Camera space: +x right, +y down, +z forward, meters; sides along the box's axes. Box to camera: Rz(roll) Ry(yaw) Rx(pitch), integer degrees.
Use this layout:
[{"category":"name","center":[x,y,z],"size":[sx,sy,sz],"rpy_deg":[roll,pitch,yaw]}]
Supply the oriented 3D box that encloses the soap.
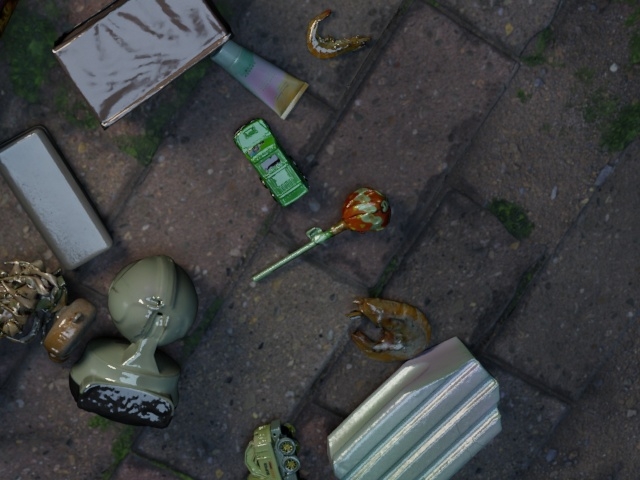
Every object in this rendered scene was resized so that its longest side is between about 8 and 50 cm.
[{"category":"soap","center":[0.190,0.359,2.030],"size":[0.347,0.115,0.208],"rpy_deg":[-44,110,5]}]

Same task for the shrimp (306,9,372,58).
[{"category":"shrimp","center":[0.031,-0.360,1.827],"size":[0.114,0.023,0.083],"rpy_deg":[-10,106,-3]}]

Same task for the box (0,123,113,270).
[{"category":"box","center":[-0.456,-0.072,1.808],"size":[0.103,0.055,0.243],"rpy_deg":[-29,110,-1]}]

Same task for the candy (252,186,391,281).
[{"category":"candy","center":[0.001,0.000,1.916],"size":[0.288,0.078,0.084],"rpy_deg":[-32,122,9]}]

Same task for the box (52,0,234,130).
[{"category":"box","center":[-0.285,-0.324,1.694],"size":[0.252,0.188,0.153],"rpy_deg":[-33,110,3]}]

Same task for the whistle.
[{"category":"whistle","center":[-0.437,0.161,1.816],"size":[0.057,0.220,0.107],"rpy_deg":[36,60,-3]}]

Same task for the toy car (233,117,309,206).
[{"category":"toy car","center":[-0.085,-0.136,1.853],"size":[0.071,0.062,0.165],"rpy_deg":[-34,110,2]}]

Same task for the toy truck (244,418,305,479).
[{"category":"toy truck","center":[-0.089,0.443,2.022],"size":[0.116,0.085,0.191],"rpy_deg":[-12,106,3]}]

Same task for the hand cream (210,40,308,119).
[{"category":"hand cream","center":[-0.107,-0.285,1.818],"size":[0.174,0.047,0.076],"rpy_deg":[33,97,-27]}]

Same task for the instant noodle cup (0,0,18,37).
[{"category":"instant noodle cup","center":[-0.616,-0.333,1.576],"size":[0.340,0.340,0.266],"rpy_deg":[34,88,-18]}]

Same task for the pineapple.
[{"category":"pineapple","center":[-0.558,0.114,1.779],"size":[0.272,0.262,0.262],"rpy_deg":[-13,109,-20]}]

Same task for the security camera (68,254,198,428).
[{"category":"security camera","center":[-0.311,0.162,1.839],"size":[0.197,0.191,0.277],"rpy_deg":[16,101,-15]}]

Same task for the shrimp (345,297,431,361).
[{"category":"shrimp","center":[0.122,0.171,1.993],"size":[0.187,0.051,0.132],"rpy_deg":[27,100,-20]}]
